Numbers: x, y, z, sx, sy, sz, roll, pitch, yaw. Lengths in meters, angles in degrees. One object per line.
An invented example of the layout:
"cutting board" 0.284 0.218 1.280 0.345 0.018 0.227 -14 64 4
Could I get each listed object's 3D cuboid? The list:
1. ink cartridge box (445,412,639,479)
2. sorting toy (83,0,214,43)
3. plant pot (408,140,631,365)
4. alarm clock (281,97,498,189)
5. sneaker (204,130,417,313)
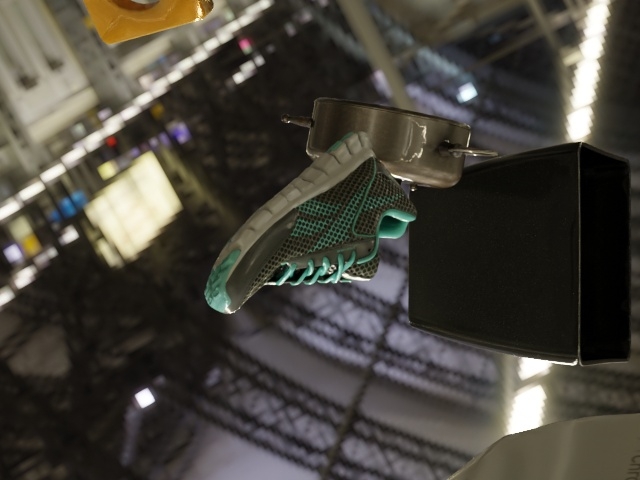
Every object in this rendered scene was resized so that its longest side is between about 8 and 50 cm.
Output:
"ink cartridge box" 0.082 0.157 0.585 0.385 0.091 0.308 -48 -175 38
"sorting toy" -0.126 -0.257 0.759 0.196 0.347 0.047 2 -151 26
"plant pot" 0.175 0.014 1.526 0.167 0.188 0.187 0 178 23
"alarm clock" 0.067 -0.075 1.378 0.129 0.064 0.192 10 178 -41
"sneaker" 0.000 0.000 1.028 0.166 0.076 0.065 -42 175 -36
